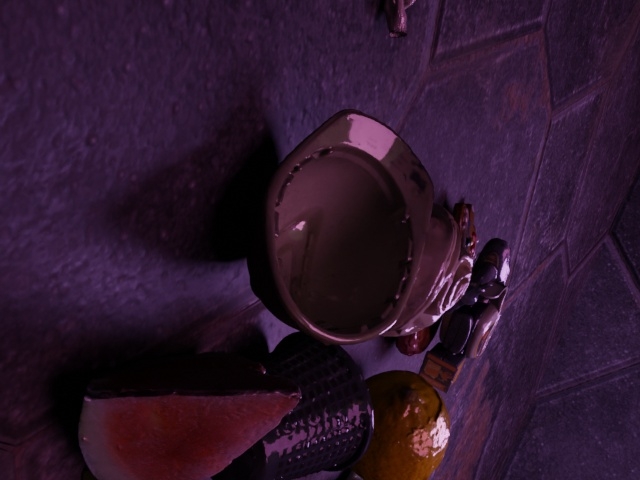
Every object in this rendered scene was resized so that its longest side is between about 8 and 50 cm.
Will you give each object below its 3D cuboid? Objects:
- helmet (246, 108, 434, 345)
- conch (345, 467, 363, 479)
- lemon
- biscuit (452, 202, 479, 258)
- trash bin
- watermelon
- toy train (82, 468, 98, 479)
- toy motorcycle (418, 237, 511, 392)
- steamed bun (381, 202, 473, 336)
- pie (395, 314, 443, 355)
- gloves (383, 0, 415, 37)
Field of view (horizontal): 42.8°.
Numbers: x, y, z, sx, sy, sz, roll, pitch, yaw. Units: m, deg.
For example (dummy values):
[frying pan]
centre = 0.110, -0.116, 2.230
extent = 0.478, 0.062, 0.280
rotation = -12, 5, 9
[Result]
[helmet]
centre = 0.000, -0.002, 0.894
extent = 0.204, 0.137, 0.257
rotation = 41, 58, -22
[conch]
centre = 0.071, 0.481, 1.393
extent = 0.200, 0.131, 0.172
rotation = -49, 147, -32
[lemon]
centre = 0.120, 0.302, 1.303
extent = 0.180, 0.181, 0.193
rotation = -51, 128, -31
[biscuit]
centre = 0.261, 0.001, 1.467
extent = 0.205, 0.031, 0.138
rotation = 25, 72, -72
[trash bin]
centre = -0.053, 0.204, 0.937
extent = 0.161, 0.175, 0.175
rotation = -11, 120, -47
[watermelon]
centre = -0.128, 0.139, 0.759
extent = 0.202, 0.136, 0.207
rotation = -32, 146, 7
[toy train]
centre = -0.194, 0.254, 0.821
extent = 0.122, 0.050, 0.081
rotation = -11, 107, -62
[toy motorcycle]
centre = 0.257, 0.117, 1.393
extent = 0.157, 0.091, 0.263
rotation = -35, 146, -53
[steamed bun]
centre = 0.150, 0.045, 1.198
extent = 0.211, 0.144, 0.218
rotation = -50, 149, -34
[pie]
centre = 0.174, 0.111, 1.397
extent = 0.182, 0.050, 0.182
rotation = -46, 144, -50
[gloves]
centre = 0.092, -0.272, 0.969
extent = 0.044, 0.038, 0.080
rotation = 95, 6, -88
